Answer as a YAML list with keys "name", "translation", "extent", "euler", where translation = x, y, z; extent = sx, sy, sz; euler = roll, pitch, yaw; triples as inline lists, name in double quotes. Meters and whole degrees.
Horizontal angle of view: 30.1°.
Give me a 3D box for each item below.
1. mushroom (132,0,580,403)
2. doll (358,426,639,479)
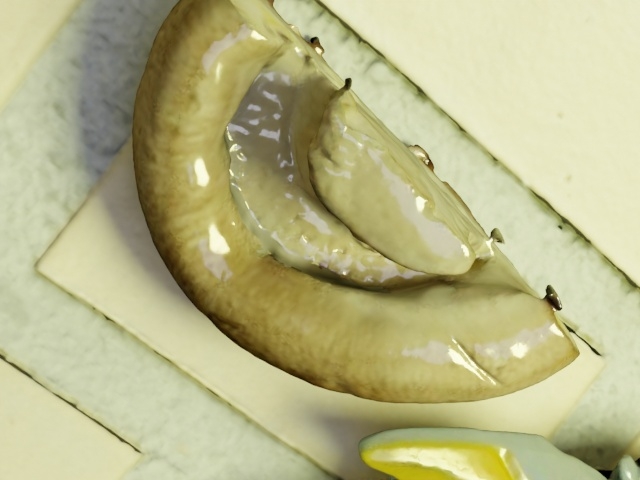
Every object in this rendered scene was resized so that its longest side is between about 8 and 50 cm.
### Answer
- name: "mushroom"
  translation: [0.000, 0.000, 0.650]
  extent: [0.151, 0.156, 0.286]
  euler: [-43, 99, 9]
- name: "doll"
  translation: [0.134, 0.178, 0.753]
  extent: [0.316, 0.145, 0.103]
  euler: [1, 69, -23]
